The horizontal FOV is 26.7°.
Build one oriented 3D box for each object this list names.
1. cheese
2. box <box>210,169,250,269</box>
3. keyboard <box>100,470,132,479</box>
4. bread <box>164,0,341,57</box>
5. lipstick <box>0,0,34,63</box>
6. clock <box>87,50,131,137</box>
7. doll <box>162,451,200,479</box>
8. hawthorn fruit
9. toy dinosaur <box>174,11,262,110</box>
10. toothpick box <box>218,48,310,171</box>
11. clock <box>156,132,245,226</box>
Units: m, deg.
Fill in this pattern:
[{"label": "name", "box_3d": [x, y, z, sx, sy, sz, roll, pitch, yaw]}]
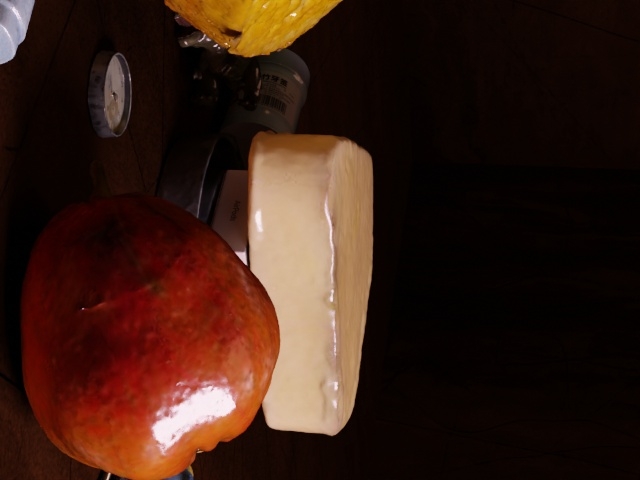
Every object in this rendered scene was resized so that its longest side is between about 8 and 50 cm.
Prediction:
[{"label": "cheese", "box_3d": [0.000, 0.001, 1.623, 0.384, 0.104, 0.384, 2, 90, -81]}, {"label": "box", "box_3d": [-0.091, 0.010, 1.549, 0.129, 0.051, 0.130, 84, 12, -46]}, {"label": "keyboard", "box_3d": [-0.199, 0.257, 1.385, 0.317, 0.027, 0.106, -77, 166, -48]}, {"label": "bread", "box_3d": [-0.022, -0.372, 1.308, 0.398, 0.215, 0.398, -42, 172, -7]}, {"label": "lipstick", "box_3d": [-0.239, -0.138, 0.916, 0.061, 0.068, 0.274, 89, 7, -56]}, {"label": "clock", "box_3d": [-0.201, -0.140, 1.291, 0.085, 0.017, 0.085, 2, 90, -80]}, {"label": "doll", "box_3d": [-0.149, 0.280, 1.374, 0.102, 0.089, 0.179, -37, -153, 41]}, {"label": "hawthorn fruit", "box_3d": [-0.155, 0.061, 1.123, 0.224, 0.224, 0.261, -51, 120, -74]}, {"label": "toy dinosaur", "box_3d": [-0.108, -0.249, 1.604, 0.187, 0.087, 0.179, 72, 24, -68]}, {"label": "toothpick box", "box_3d": [-0.075, -0.172, 1.778, 0.101, 0.101, 0.153, 82, 15, -46]}, {"label": "clock", "box_3d": [-0.138, 0.010, 1.592, 0.280, 0.055, 0.280, 3, 90, -81]}]
